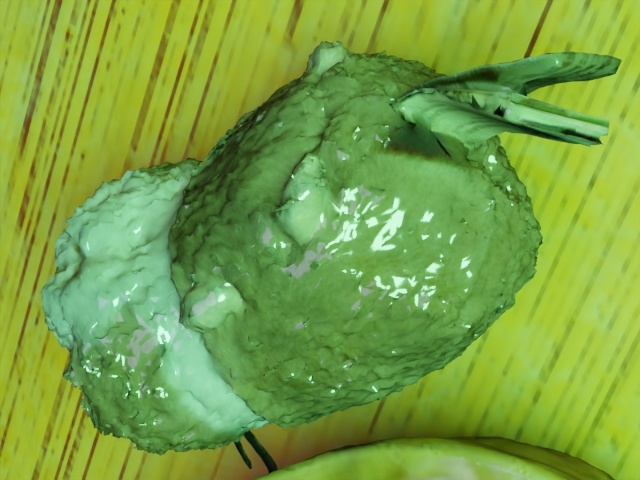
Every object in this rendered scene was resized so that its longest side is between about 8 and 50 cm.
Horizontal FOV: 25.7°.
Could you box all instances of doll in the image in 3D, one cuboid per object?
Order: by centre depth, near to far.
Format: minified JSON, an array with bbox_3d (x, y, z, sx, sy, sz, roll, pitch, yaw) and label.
[{"bbox_3d":[0.004,-0.005,0.441,0.115,0.105,0.221,37,127,-22],"label":"doll"}]

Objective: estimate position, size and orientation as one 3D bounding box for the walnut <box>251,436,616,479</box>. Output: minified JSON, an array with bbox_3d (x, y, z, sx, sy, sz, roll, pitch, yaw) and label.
[{"bbox_3d":[0.041,0.135,0.463,0.211,0.087,0.167,-29,91,30],"label":"walnut"}]
